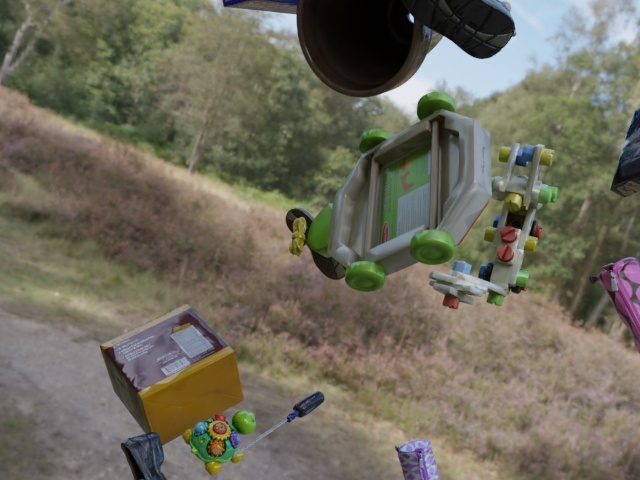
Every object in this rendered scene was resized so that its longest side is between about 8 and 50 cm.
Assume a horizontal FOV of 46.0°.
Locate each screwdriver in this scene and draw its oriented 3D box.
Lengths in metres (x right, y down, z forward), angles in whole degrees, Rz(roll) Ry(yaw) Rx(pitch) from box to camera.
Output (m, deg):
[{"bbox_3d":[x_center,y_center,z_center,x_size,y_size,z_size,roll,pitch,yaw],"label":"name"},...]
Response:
[{"bbox_3d":[-0.056,0.264,1.070,0.170,0.024,0.025,-33,84,-37],"label":"screwdriver"}]

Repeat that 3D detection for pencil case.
[{"bbox_3d":[0.237,0.555,1.715,0.086,0.206,0.088,-16,0,-19],"label":"pencil case"},{"bbox_3d":[0.591,0.135,1.394,0.098,0.095,0.209,26,36,-53],"label":"pencil case"}]

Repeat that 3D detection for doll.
[{"bbox_3d":[0.425,-0.537,1.798,0.129,0.046,0.189,46,31,-4],"label":"doll"}]

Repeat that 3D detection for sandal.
[{"bbox_3d":[0.000,0.000,1.544,0.180,0.072,0.049,50,24,-9],"label":"sandal"},{"bbox_3d":[0.214,-0.397,1.237,0.303,0.120,0.086,27,33,-50],"label":"sandal"}]

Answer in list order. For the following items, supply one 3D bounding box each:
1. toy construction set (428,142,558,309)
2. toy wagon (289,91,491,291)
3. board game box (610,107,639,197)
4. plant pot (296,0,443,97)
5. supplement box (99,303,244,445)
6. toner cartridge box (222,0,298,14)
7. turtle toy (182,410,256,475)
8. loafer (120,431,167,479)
[{"bbox_3d":[0.332,-0.006,1.372,0.151,0.327,0.215,30,-2,21],"label":"toy construction set"},{"bbox_3d":[0.092,-0.054,1.090,0.068,0.267,0.344,32,-41,-31],"label":"toy wagon"},{"bbox_3d":[0.459,-0.148,0.906,0.030,0.136,0.260,31,-21,-9],"label":"board game box"},{"bbox_3d":[0.121,-0.412,1.406,0.263,0.262,0.229,23,30,28],"label":"plant pot"},{"bbox_3d":[-0.285,0.253,1.445,0.191,0.129,0.194,-25,37,-27],"label":"supplement box"},{"bbox_3d":[-0.064,-0.528,1.456,0.075,0.165,0.348,-3,9,34],"label":"toner cartridge box"},{"bbox_3d":[-0.169,0.336,1.300,0.130,0.066,0.095,-17,51,-44],"label":"turtle toy"},{"bbox_3d":[-0.284,0.400,1.230,0.061,0.062,0.170,1,55,-37],"label":"loafer"}]
